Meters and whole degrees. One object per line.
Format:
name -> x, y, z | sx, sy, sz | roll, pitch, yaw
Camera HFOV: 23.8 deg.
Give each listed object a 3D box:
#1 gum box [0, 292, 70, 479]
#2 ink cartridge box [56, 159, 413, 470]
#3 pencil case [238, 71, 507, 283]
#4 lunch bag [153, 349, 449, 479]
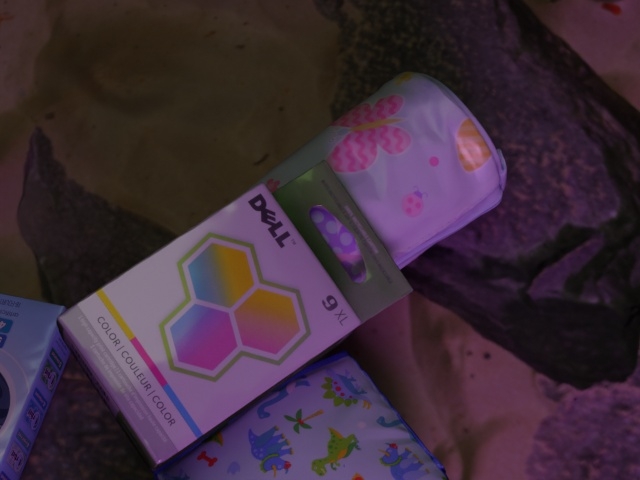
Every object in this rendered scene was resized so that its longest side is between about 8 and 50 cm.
gum box -> -0.276, 0.119, 1.072 | 0.157, 0.041, 0.184 | 11, 63, 16
ink cartridge box -> -0.047, 0.039, 0.947 | 0.209, 0.062, 0.109 | -33, 84, -15
pencil case -> 0.000, 0.000, 1.053 | 0.273, 0.113, 0.124 | -40, 53, -15
lunch bag -> -0.006, 0.159, 0.970 | 0.151, 0.096, 0.129 | -39, 60, -2
